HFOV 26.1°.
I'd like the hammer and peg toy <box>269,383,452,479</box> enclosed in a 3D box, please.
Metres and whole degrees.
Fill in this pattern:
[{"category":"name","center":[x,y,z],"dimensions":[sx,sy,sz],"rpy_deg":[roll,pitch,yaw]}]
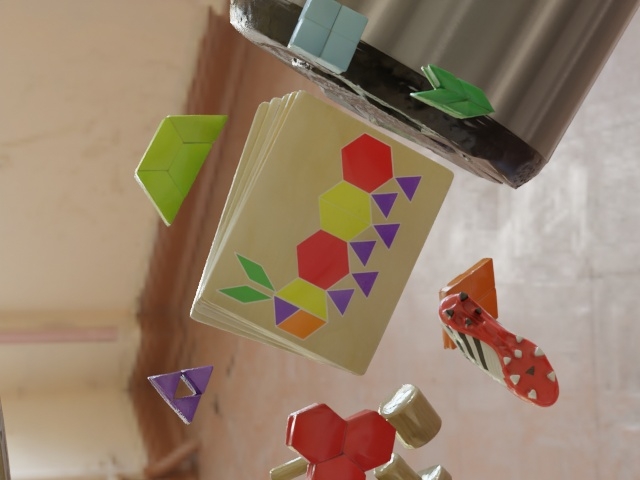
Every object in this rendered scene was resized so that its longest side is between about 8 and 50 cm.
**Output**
[{"category":"hammer and peg toy","center":[0.032,0.348,1.579],"dimensions":[0.266,0.127,0.361],"rpy_deg":[-29,21,38]}]

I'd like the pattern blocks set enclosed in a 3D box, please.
[{"category":"pattern blocks set","center":[0.000,0.000,1.002],"dimensions":[0.325,0.285,0.026],"rpy_deg":[-57,12,-11]}]

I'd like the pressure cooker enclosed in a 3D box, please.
[{"category":"pressure cooker","center":[0.149,-0.308,1.375],"dimensions":[0.420,0.369,0.375],"rpy_deg":[-59,-3,3]}]

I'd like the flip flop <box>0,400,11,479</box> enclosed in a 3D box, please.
[{"category":"flip flop","center":[-0.226,0.127,0.736],"dimensions":[0.080,0.112,0.277],"rpy_deg":[42,-152,-74]}]

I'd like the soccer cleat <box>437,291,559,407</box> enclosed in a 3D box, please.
[{"category":"soccer cleat","center":[0.097,0.062,0.760],"dimensions":[0.083,0.029,0.036],"rpy_deg":[41,162,14]}]
